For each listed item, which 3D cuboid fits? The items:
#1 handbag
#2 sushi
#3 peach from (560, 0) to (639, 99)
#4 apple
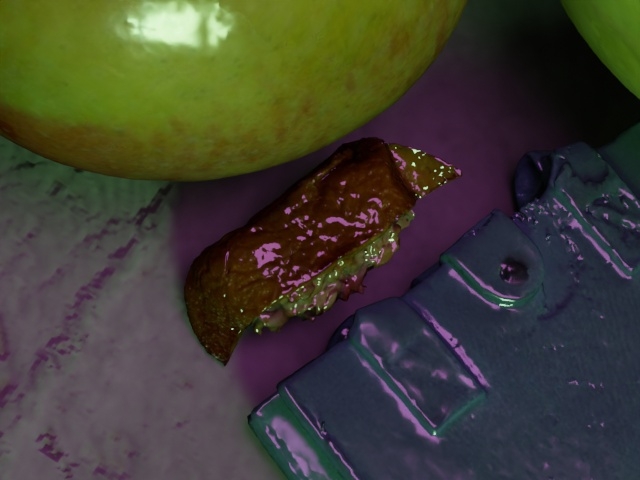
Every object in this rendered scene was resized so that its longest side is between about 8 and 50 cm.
[{"bbox_3d":[0.101,0.061,0.721,0.229,0.062,0.179,-34,84,-28],"label":"handbag"},{"bbox_3d":[0.000,0.000,0.711,0.120,0.052,0.055,-40,89,-26],"label":"sushi"},{"bbox_3d":[0.234,-0.178,0.718,0.314,0.281,0.315,31,40,-22],"label":"peach"},{"bbox_3d":[-0.052,-0.143,0.664,0.261,0.194,0.260,3,77,-15],"label":"apple"}]
